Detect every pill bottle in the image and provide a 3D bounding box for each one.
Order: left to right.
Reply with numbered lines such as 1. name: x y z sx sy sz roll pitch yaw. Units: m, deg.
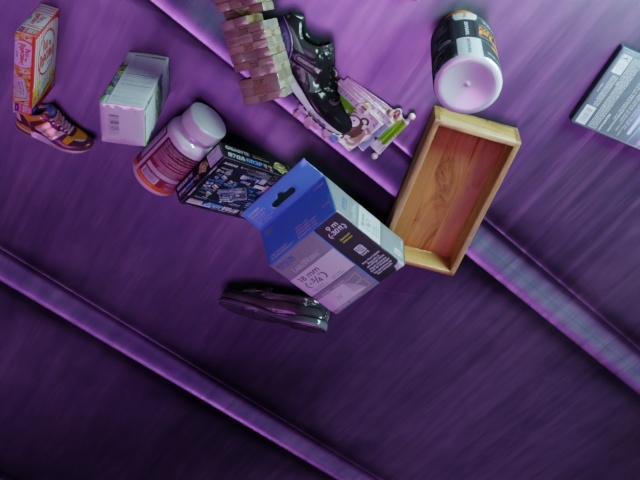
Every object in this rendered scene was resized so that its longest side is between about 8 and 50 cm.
1. pill bottle: -0.324 -0.210 1.807 0.121 0.121 0.221 38 122 -23
2. pill bottle: 0.283 -0.365 1.551 0.130 0.245 0.130 3 130 3

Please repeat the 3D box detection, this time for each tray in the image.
1. tray: 0.294 -0.108 1.868 0.203 0.076 0.411 15 127 -6

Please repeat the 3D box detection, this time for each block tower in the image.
1. block tower: -0.145 -0.446 1.557 0.097 0.091 0.335 -8 107 19

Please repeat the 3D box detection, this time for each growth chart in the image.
1. growth chart: 0.071 -0.280 1.782 0.237 0.021 0.172 28 125 -14

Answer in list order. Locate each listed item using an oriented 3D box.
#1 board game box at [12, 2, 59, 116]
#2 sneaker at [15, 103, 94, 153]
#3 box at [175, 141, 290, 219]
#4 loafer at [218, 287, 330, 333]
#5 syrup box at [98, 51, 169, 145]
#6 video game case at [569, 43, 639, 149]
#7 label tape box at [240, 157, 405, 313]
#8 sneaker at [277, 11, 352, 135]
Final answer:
1. board game box: -0.608 -0.386 1.674 0.045 0.146 0.193 14 129 -6
2. sneaker: -0.614 -0.266 1.819 0.186 0.069 0.084 19 133 -11
3. box: -0.200 -0.133 1.840 0.220 0.051 0.175 14 135 -45
4. loafer: -0.121 0.174 2.133 0.303 0.095 0.109 15 159 -2
5. syrup box: -0.390 -0.303 1.663 0.096 0.237 0.093 7 128 -2
6. video game case: 0.717 -0.293 1.714 0.274 0.026 0.196 19 128 -12
7. label tape box: 0.000 0.000 1.870 0.334 0.106 0.241 38 122 -22
8. sneaker: -0.005 -0.352 1.665 0.124 0.107 0.283 -35 111 21
